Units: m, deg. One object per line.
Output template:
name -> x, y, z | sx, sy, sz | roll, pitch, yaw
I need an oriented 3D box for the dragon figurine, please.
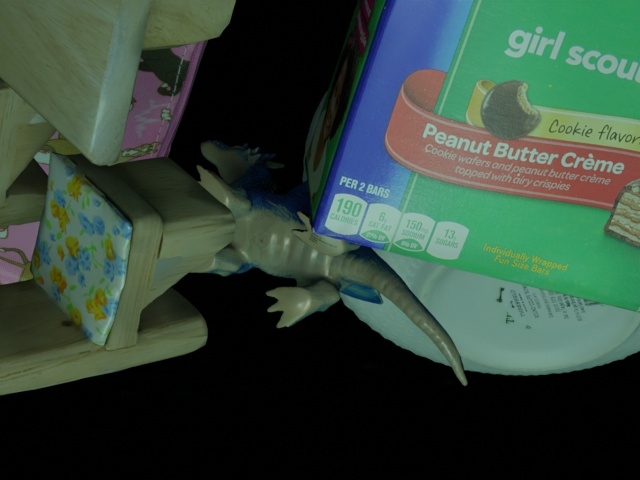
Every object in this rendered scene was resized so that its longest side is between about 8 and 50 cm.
dragon figurine -> 0.000, 0.000, 1.154 | 0.289, 0.144, 0.085 | 20, 107, 27

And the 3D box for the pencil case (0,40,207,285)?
pencil case -> -0.161, -0.110, 1.142 | 0.160, 0.167, 0.386 | -11, 149, -29

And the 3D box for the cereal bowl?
cereal bowl -> 0.150, -0.007, 1.258 | 0.339, 0.141, 0.339 | 3, 140, 2

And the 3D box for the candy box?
candy box -> 0.162, -0.132, 1.030 | 0.268, 0.122, 0.317 | 13, 113, -11

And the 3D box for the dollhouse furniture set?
dollhouse furniture set -> -0.222, -0.175, 0.805 | 0.256, 0.394, 0.362 | -10, 127, -39
